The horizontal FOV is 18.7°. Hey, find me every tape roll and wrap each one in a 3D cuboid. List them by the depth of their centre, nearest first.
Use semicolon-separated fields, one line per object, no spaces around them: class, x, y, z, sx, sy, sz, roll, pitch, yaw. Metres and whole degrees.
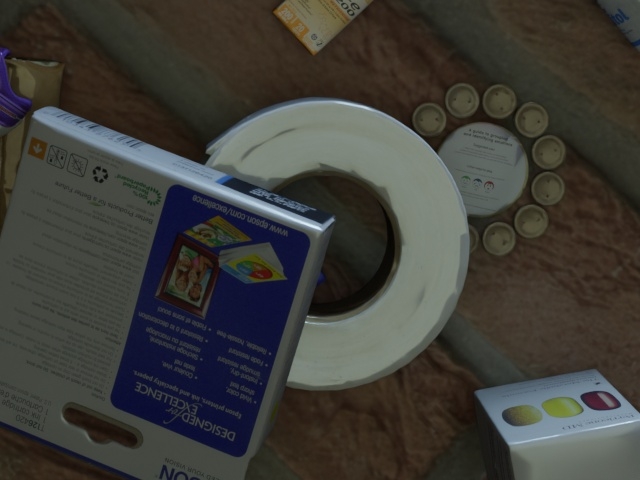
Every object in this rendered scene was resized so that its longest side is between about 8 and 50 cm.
tape roll;0.000;0.000;1.908;0.286;0.100;0.286;0;97;-3

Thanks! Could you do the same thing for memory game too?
memory game;0.162;-0.072;1.994;0.186;0.012;0.186;0;97;-3

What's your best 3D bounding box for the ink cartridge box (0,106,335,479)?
ink cartridge box;-0.169;0.068;1.840;0.304;0.072;0.307;21;110;11

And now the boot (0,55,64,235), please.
boot;-0.277;-0.046;1.936;0.236;0.089;0.269;3;96;-4

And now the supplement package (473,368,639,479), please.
supplement package;0.242;0.223;1.918;0.139;0.244;0.134;-11;98;-2

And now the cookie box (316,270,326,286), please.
cookie box;-0.061;0.019;1.978;0.092;0.040;0.107;-34;97;1

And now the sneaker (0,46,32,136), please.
sneaker;-0.340;-0.181;1.869;0.071;0.068;0.170;-36;103;-13

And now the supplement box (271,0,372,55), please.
supplement box;0.007;-0.241;1.952;0.098;0.036;0.062;-44;98;2

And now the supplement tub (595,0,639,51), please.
supplement tub;0.315;-0.249;1.951;0.071;0.071;0.107;-41;96;2
